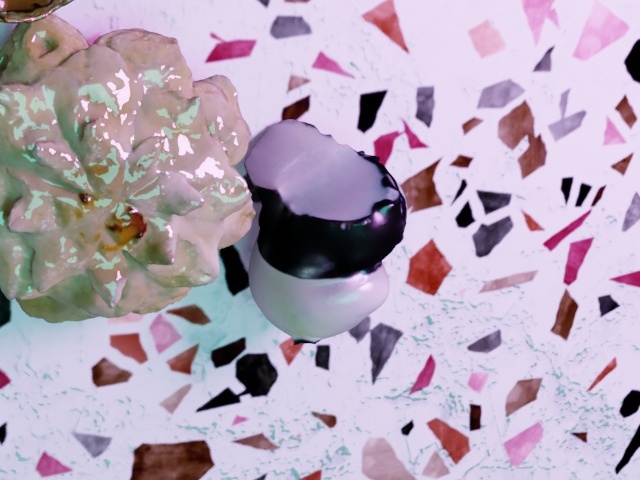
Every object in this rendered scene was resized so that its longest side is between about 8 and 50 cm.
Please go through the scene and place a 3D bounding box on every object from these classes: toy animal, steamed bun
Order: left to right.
[{"bbox_3d":[-0.195,-0.046,1.085,0.292,0.137,0.295,-14,119,-8],"label":"steamed bun"},{"bbox_3d":[0.000,0.000,1.226,0.138,0.166,0.179,-6,127,-18],"label":"toy animal"}]

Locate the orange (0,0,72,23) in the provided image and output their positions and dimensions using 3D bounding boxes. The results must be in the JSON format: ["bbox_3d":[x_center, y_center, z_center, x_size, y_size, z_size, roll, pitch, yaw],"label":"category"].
[{"bbox_3d":[-0.243,-0.249,0.998,0.160,0.112,0.170,32,71,-24],"label":"orange"}]
